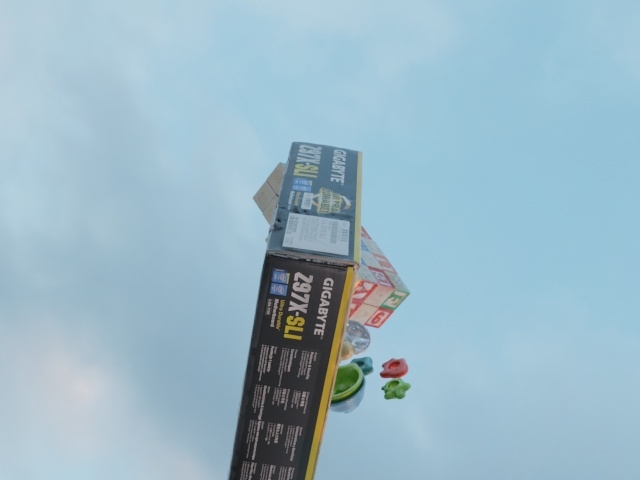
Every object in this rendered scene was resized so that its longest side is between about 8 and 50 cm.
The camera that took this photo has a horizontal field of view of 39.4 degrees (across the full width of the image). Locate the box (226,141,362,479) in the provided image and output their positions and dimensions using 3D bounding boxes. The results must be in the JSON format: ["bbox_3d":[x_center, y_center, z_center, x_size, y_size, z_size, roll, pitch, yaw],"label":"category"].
[{"bbox_3d":[-0.026,0.100,0.824,0.079,0.257,0.321,9,-66,-3],"label":"box"}]

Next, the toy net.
[{"bbox_3d":[0.048,0.154,1.210,0.122,0.232,0.045,-22,-68,5],"label":"toy net"}]

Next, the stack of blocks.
[{"bbox_3d":[0.000,0.000,1.482,0.087,0.171,0.297,-50,-130,20],"label":"stack of blocks"}]
